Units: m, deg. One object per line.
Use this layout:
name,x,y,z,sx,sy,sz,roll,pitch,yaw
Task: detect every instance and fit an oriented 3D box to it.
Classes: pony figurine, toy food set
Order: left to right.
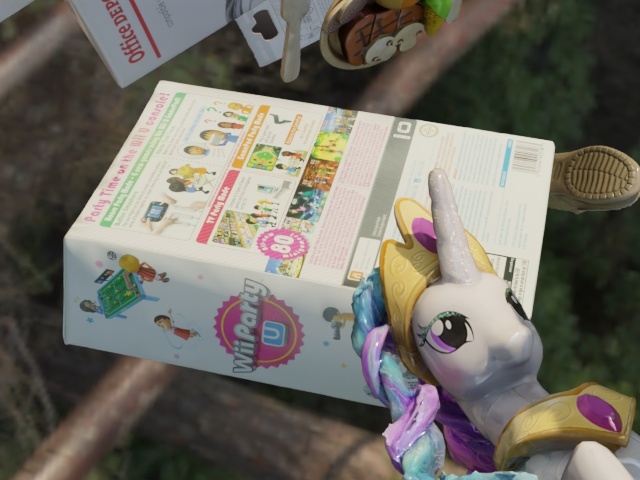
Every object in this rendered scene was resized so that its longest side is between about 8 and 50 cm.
toy food set,0.057,-0.193,1.338,0.192,0.038,0.132,-23,149,-19
pony figurine,0.140,0.175,0.768,0.302,0.363,0.351,-22,128,-19

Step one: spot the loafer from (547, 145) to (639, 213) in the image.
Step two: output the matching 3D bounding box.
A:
loafer,0.242,-0.053,1.410,0.050,0.148,0.056,27,79,-36

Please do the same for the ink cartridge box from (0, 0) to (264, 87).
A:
ink cartridge box,-0.056,-0.125,0.585,0.180,0.060,0.104,-33,163,-4

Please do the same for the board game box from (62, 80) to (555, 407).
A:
board game box,0.000,0.000,1.078,0.224,0.303,0.097,-69,168,-55

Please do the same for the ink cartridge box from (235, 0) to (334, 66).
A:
ink cartridge box,0.012,-0.283,1.635,0.181,0.224,0.056,60,8,-70
